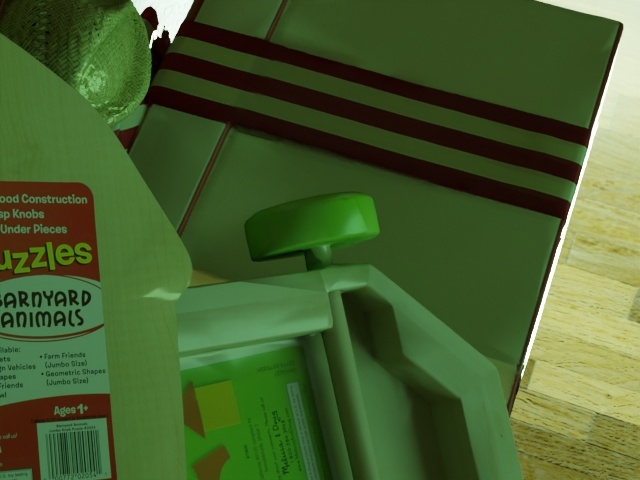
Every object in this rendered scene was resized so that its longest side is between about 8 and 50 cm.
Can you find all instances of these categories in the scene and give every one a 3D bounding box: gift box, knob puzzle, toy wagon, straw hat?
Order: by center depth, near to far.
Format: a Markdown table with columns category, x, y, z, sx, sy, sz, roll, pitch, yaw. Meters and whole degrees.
| category | x | y | z | sx | sy | sz | roll | pitch | yaw |
| --- | --- | --- | --- | --- | --- | --- | --- | --- | --- |
| knob puzzle | -0.132 | 0.012 | 0.451 | 0.030 | 0.213 | 0.213 | -21 | -138 | 56 |
| toy wagon | -0.061 | 0.126 | 0.529 | 0.068 | 0.344 | 0.267 | -22 | -101 | 55 |
| straw hat | -0.100 | -0.070 | 0.550 | 0.144 | 0.061 | 0.144 | -5 | 90 | -68 |
| gift box | 0.000 | 0.000 | 0.782 | 0.255 | 0.258 | 0.276 | 92 | 18 | -55 |
